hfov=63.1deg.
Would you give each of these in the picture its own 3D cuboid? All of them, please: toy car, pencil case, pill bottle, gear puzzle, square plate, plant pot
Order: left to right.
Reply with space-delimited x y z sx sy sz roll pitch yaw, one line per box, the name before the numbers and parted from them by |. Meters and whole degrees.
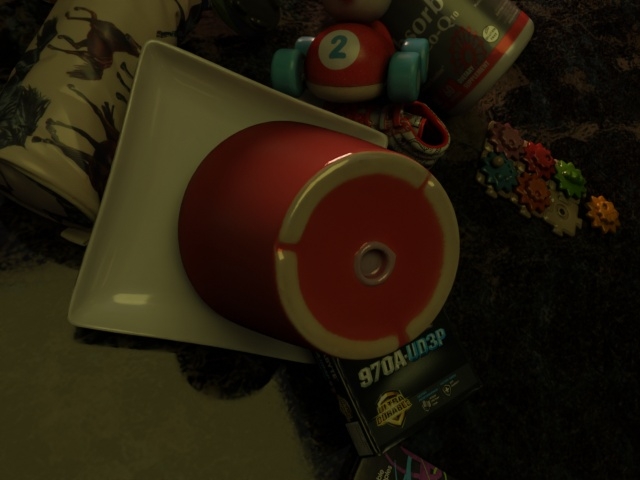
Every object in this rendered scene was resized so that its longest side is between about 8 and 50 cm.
pencil case | -0.286 -0.208 0.688 0.183 0.160 0.410 49 51 -53
square plate | -0.103 -0.029 0.683 0.347 0.049 0.344 16 91 -26
plant pot | 0.000 0.000 0.574 0.275 0.243 0.274 -5 101 -25
toy car | 0.049 -0.344 0.781 0.219 0.238 0.210 7 32 15
pill bottle | 0.175 -0.412 0.932 0.363 0.210 0.210 38 61 -4
gear puzzle | 0.464 -0.103 1.025 0.339 0.044 0.175 28 63 -11

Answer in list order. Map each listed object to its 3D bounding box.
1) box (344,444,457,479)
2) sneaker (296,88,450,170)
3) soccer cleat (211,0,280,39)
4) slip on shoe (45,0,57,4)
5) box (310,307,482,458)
box | 0.110 0.352 0.718 0.162 0.029 0.116 32 62 -7
sneaker | 0.080 -0.199 0.848 0.270 0.145 0.090 31 62 -9
soccer cleat | -0.190 -0.421 0.808 0.289 0.121 0.093 36 80 -30
slip on shoe | -0.384 -0.379 0.789 0.135 0.051 0.041 25 23 -3
box | 0.108 0.173 0.734 0.220 0.051 0.175 -16 75 -35
